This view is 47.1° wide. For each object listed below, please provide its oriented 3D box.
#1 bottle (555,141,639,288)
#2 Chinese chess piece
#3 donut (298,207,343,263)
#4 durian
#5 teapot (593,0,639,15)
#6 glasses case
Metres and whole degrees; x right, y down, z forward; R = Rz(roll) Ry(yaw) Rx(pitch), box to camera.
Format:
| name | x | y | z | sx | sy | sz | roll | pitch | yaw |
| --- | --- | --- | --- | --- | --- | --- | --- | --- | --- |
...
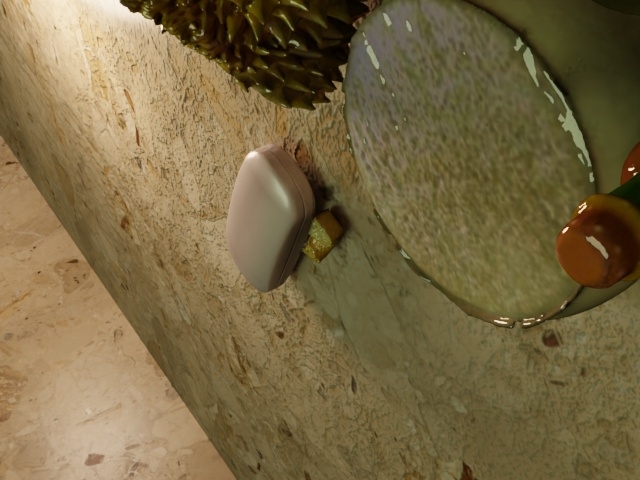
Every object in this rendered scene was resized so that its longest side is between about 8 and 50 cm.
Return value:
| name | x | y | z | sx | sy | sz | roll | pitch | yaw |
| --- | --- | --- | --- | --- | --- | --- | --- | --- | --- |
| bottle | 0.193 | -0.031 | 0.379 | 0.069 | 0.187 | 0.069 | 40 | 146 | 34 |
| Chinese chess piece | 0.132 | -0.070 | 0.539 | 0.270 | 0.112 | 0.270 | 42 | 149 | 33 |
| donut | 0.000 | 0.000 | 0.918 | 0.038 | 0.067 | 0.083 | 38 | 117 | 6 |
| durian | -0.018 | -0.195 | 0.594 | 0.153 | 0.261 | 0.187 | -4 | 138 | 15 |
| teapot | 0.140 | -0.178 | 0.284 | 0.268 | 0.175 | 0.186 | -134 | 30 | -57 |
| glasses case | -0.074 | -0.021 | 1.012 | 0.113 | 0.075 | 0.297 | 54 | 153 | 15 |
